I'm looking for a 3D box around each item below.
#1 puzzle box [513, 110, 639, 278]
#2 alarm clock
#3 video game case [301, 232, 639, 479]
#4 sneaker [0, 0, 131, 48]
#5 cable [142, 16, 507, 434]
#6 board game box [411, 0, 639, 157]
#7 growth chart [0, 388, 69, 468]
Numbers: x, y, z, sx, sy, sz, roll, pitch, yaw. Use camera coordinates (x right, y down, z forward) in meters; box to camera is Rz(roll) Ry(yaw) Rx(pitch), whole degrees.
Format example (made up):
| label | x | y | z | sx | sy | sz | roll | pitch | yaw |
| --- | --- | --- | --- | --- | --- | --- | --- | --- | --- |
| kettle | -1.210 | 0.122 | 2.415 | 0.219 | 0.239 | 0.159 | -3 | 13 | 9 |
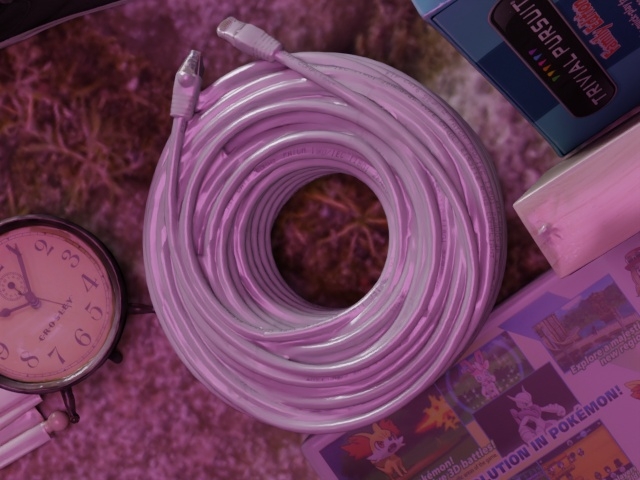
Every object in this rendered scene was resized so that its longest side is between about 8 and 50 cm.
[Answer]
| label | x | y | z | sx | sy | sz | roll | pitch | yaw |
| --- | --- | --- | --- | --- | --- | --- | --- | --- | --- |
| puzzle box | 0.306 | -0.120 | 0.885 | 0.409 | 0.272 | 0.052 | -33 | 88 | 14 |
| alarm clock | -0.222 | 0.034 | 1.113 | 0.192 | 0.064 | 0.129 | 39 | 86 | -5 |
| video game case | 0.200 | 0.175 | 1.062 | 0.329 | 0.036 | 0.300 | -36 | 87 | 15 |
| sneaker | -0.190 | -0.209 | 1.051 | 0.295 | 0.147 | 0.105 | -24 | 88 | 13 |
| cable | 0.000 | 0.000 | 1.045 | 0.257 | 0.089 | 0.257 | 21 | 97 | 16 |
| board game box | 0.227 | -0.209 | 0.899 | 0.336 | 0.254 | 0.079 | -34 | 63 | 14 |
| growth chart | -0.297 | 0.078 | 1.170 | 0.172 | 0.021 | 0.237 | -21 | 91 | 14 |
